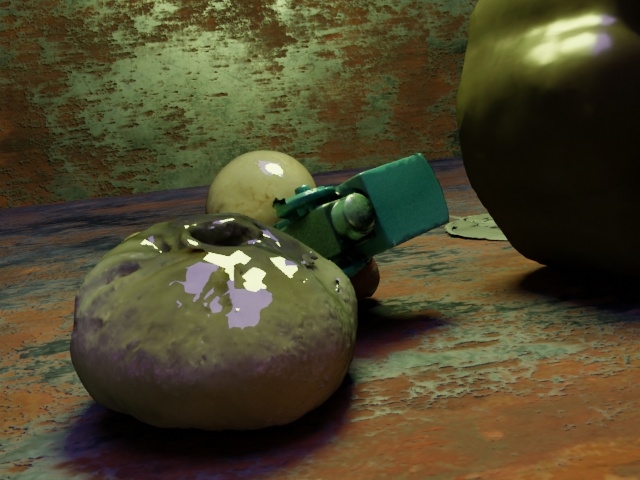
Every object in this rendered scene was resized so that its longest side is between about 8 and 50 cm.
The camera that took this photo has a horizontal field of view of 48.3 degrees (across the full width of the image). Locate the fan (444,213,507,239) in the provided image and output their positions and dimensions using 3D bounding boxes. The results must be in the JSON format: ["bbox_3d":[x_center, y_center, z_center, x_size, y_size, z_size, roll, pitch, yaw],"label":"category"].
[{"bbox_3d":[0.301,-0.038,1.397,0.233,0.012,0.415,-12,15,-34],"label":"fan"}]

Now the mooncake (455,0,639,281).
[{"bbox_3d":[0.407,-0.174,0.926,0.467,0.466,0.262,-12,8,-32],"label":"mooncake"}]

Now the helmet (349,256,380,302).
[{"bbox_3d":[0.045,0.056,0.934,0.084,0.049,0.065,-20,15,49],"label":"helmet"}]

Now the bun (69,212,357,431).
[{"bbox_3d":[-0.095,0.066,0.651,0.273,0.168,0.273,1,14,0],"label":"bun"}]

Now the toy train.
[{"bbox_3d":[0.000,0.000,0.880,0.194,0.120,0.298,-22,-2,-37],"label":"toy train"}]

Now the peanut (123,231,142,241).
[{"bbox_3d":[-0.187,0.051,0.884,0.275,0.125,0.111,3,14,42],"label":"peanut"}]

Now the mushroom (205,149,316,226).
[{"bbox_3d":[-0.096,-0.066,1.281,0.206,0.206,0.209,-1,12,27],"label":"mushroom"}]
